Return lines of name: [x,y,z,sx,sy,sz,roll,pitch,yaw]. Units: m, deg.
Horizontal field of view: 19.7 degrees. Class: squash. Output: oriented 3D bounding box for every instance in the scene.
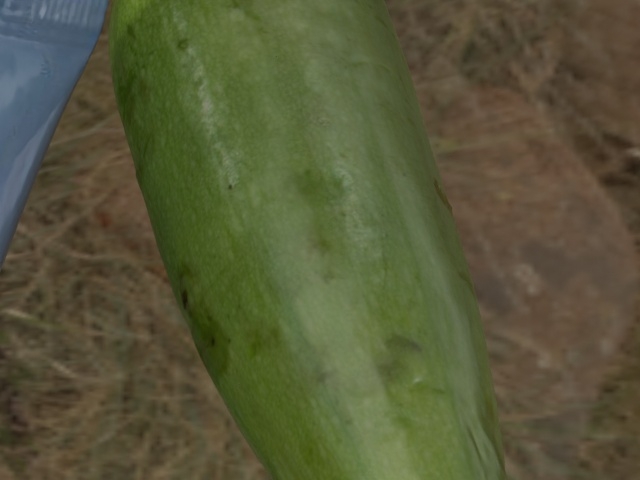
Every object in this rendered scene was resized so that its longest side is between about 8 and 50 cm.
squash: [-0.007,-0.002,0.703,0.118,0.118,0.370,12,45,-31]

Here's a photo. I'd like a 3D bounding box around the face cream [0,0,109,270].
face cream: [-0.204,0.060,0.788,0.136,0.086,0.385,8,113,-31]
